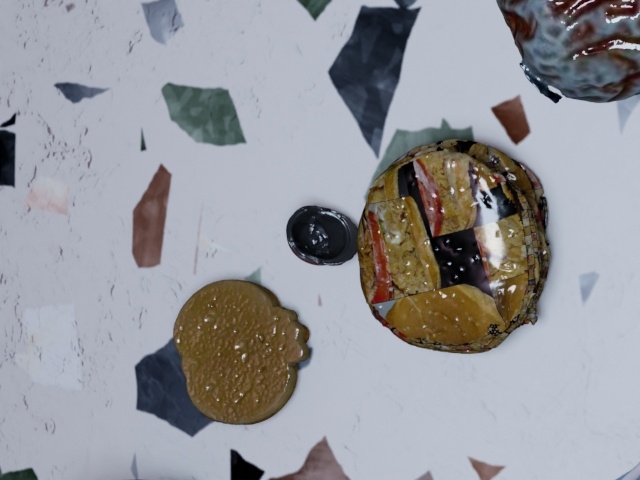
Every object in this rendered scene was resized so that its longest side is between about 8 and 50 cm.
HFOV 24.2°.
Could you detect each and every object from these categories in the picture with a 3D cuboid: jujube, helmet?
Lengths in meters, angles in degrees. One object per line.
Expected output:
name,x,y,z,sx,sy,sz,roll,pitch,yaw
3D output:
jujube,0.310,-0.263,1.355,0.317,0.226,0.226,-40,72,24
helmet,0.001,0.001,1.643,0.084,0.049,0.065,24,71,2

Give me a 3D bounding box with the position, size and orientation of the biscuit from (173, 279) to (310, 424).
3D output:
biscuit,-0.083,0.124,1.700,0.170,0.050,0.170,-2,86,24

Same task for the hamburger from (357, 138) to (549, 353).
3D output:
hamburger,0.129,0.007,1.538,0.231,0.107,0.231,4,99,25

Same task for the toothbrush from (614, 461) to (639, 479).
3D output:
toothbrush,0.309,0.230,1.484,0.269,0.021,0.027,-43,66,25
